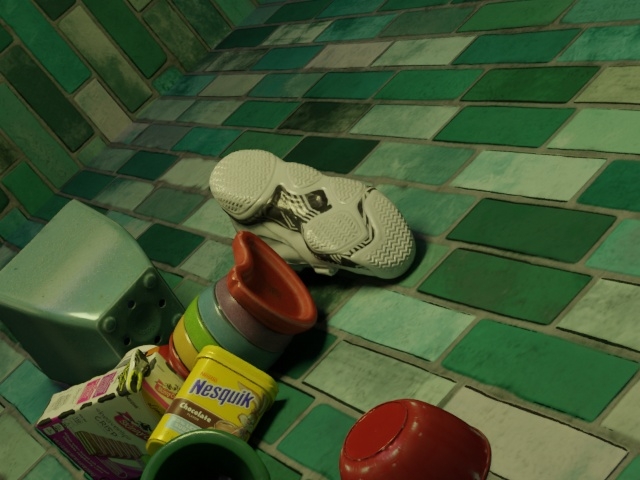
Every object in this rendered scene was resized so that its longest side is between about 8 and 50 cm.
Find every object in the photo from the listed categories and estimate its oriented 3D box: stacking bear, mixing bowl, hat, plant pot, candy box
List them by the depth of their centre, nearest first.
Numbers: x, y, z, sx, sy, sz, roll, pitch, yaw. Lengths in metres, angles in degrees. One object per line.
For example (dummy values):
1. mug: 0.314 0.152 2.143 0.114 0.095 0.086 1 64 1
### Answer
1. mixing bowl: 0.088 0.244 1.499 0.181 0.098 0.181 -34 22 16
2. hat: -0.135 0.348 1.757 0.208 0.183 0.173 36 80 25
3. candy box: -0.279 0.268 1.961 0.233 0.159 0.071 -25 28 34
4. stacking bear: -0.158 0.155 1.998 0.289 0.164 0.175 -43 20 21
5. plant pot: -0.379 0.116 2.341 0.252 0.247 0.248 17 57 44

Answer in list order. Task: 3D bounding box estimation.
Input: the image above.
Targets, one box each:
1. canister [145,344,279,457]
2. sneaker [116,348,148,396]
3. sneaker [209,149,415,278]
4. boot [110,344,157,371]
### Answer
1. canister: -0.149 0.245 1.849 0.170 0.126 0.073 -59 -2 -37
2. sneaker: -0.262 0.182 1.848 0.035 0.031 0.083 -25 29 22
3. sneaker: 0.000 0.000 2.088 0.366 0.210 0.137 25 61 28
4. boot: -0.329 0.251 2.221 0.190 0.069 0.086 -37 27 28
